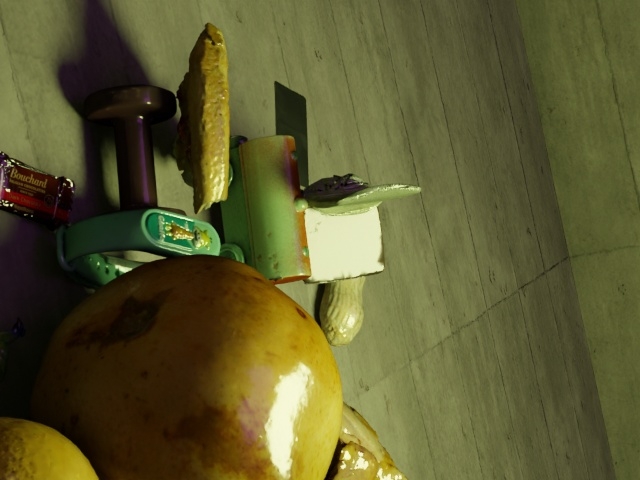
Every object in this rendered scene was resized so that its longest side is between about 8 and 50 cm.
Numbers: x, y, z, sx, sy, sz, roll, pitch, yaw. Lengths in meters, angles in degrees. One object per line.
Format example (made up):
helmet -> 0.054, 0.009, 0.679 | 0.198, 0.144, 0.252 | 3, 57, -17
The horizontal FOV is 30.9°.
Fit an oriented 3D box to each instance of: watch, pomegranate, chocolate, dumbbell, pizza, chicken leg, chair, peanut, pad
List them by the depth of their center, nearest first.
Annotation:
pomegranate -> -0.168, 0.228, 1.503 | 0.416, 0.416, 0.417 | 27, 58, -55
chocolate -> -0.401, -0.066, 1.558 | 0.182, 0.028, 0.086 | 20, 71, -56
watch -> -0.254, 0.017, 1.623 | 0.237, 0.195, 0.068 | 14, 62, -46
dumbbell -> -0.271, -0.110, 1.700 | 0.140, 0.124, 0.226 | 5, 77, -59
pizza -> -0.191, -0.154, 1.785 | 0.288, 0.075, 0.280 | 134, -44, -71
chicken leg -> 0.054, 0.383, 1.859 | 0.409, 0.295, 0.182 | 41, 80, 0
chair -> 0.041, -0.021, 1.961 | 0.160, 0.319, 0.186 | -6, 102, -23
peanut -> 0.045, 0.104, 2.224 | 0.087, 0.087, 0.207 | 41, 48, -48
pad -> -0.054, -0.203, 2.233 | 0.116, 0.004, 0.193 | 22, 61, -57

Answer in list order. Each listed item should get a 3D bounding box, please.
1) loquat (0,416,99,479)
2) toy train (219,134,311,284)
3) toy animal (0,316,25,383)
loquat -> -0.359, 0.326, 1.256 | 0.275, 0.274, 0.275 | 27, 58, -55
toy train -> -0.096, -0.043, 1.932 | 0.116, 0.177, 0.286 | 9, 71, -58
toy animal -> -0.429, 0.178, 1.420 | 0.075, 0.041, 0.217 | 54, 42, -39
